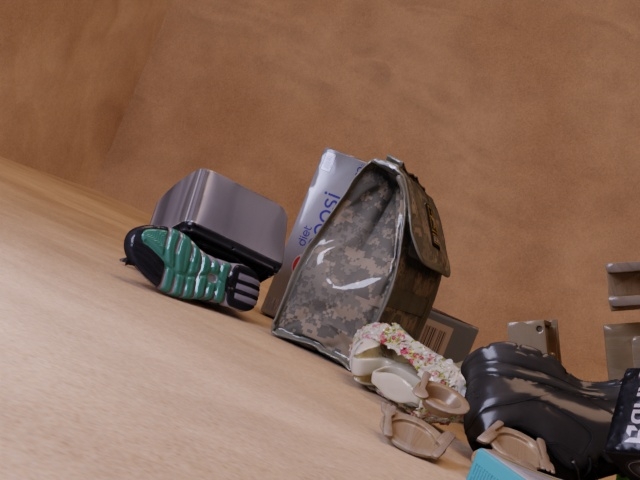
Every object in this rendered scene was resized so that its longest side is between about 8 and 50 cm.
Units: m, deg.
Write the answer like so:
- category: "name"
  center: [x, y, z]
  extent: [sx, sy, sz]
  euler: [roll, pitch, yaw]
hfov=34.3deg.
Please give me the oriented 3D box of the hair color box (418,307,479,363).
- category: "hair color box"
  center: [0.117, 0.145, 1.909]
  extent: [0.185, 0.113, 0.374]
  euler: [23, -1, -19]

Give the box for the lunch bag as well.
- category: "lunch bag"
  center: [0.084, 0.036, 1.476]
  extent: [0.169, 0.287, 0.235]
  euler: [22, -1, 20]

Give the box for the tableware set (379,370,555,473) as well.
- category: "tableware set"
  center: [0.136, 0.180, 0.953]
  extent: [0.169, 0.020, 0.141]
  euler: [25, 19, 12]

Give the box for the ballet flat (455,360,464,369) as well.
- category: "ballet flat"
  center: [0.187, 0.196, 1.405]
  extent: [0.086, 0.086, 0.248]
  euler: [23, 1, 18]

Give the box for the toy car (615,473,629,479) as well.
- category: "toy car"
  center: [0.347, 0.272, 1.186]
  extent: [0.239, 0.053, 0.225]
  euler: [22, 0, -6]

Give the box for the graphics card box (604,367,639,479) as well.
- category: "graphics card box"
  center: [0.449, 0.199, 0.832]
  extent: [0.371, 0.094, 0.233]
  euler: [-3, -37, 43]

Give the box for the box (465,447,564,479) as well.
- category: "box"
  center: [0.164, 0.188, 0.555]
  extent: [0.100, 0.060, 0.244]
  euler: [23, 0, -16]

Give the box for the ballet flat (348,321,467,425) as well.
- category: "ballet flat"
  center: [0.083, 0.148, 1.201]
  extent: [0.077, 0.091, 0.241]
  euler: [-2, 9, -29]

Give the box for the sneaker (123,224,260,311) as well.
- category: "sneaker"
  center: [-0.189, 0.046, 1.391]
  extent: [0.098, 0.083, 0.224]
  euler: [-5, -26, 45]

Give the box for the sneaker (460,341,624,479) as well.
- category: "sneaker"
  center: [0.278, 0.202, 1.060]
  extent: [0.286, 0.130, 0.109]
  euler: [12, -39, 4]

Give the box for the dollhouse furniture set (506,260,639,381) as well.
- category: "dollhouse furniture set"
  center: [0.356, 0.137, 1.222]
  extent: [0.242, 0.212, 0.161]
  euler: [-6, -8, 18]

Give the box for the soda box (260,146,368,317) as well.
- category: "soda box"
  center: [0.000, 0.000, 1.682]
  extent: [0.091, 0.286, 0.098]
  euler: [21, -1, 6]

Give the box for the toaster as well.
- category: "toaster"
  center: [-0.162, -0.004, 1.495]
  extent: [0.186, 0.110, 0.168]
  euler: [26, -33, -24]
